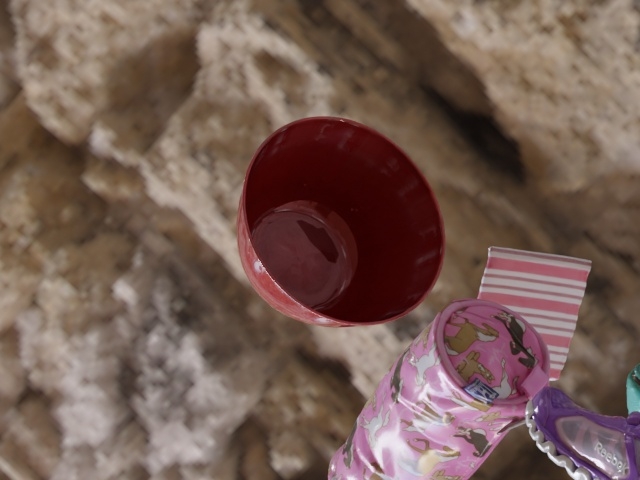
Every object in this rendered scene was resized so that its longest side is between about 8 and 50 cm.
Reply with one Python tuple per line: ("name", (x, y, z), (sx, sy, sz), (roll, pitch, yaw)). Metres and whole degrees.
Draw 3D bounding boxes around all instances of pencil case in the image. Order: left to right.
("pencil case", (0.144, 0.241, 2.274), (0.160, 0.386, 0.167), (10, -130, -21))

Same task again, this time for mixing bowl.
("mixing bowl", (0.000, 0.000, 1.463), (0.181, 0.098, 0.181), (11, -117, -23))

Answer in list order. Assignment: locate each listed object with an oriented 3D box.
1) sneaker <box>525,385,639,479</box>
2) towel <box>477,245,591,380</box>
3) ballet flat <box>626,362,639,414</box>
("sneaker", (0.299, 0.207, 1.762), (0.095, 0.104, 0.236), (18, -161, -39))
("towel", (0.277, 0.100, 2.420), (0.144, 0.197, 0.029), (8, -153, -7))
("ballet flat", (0.457, 0.232, 2.095), (0.083, 0.087, 0.247), (-18, -144, -32))
